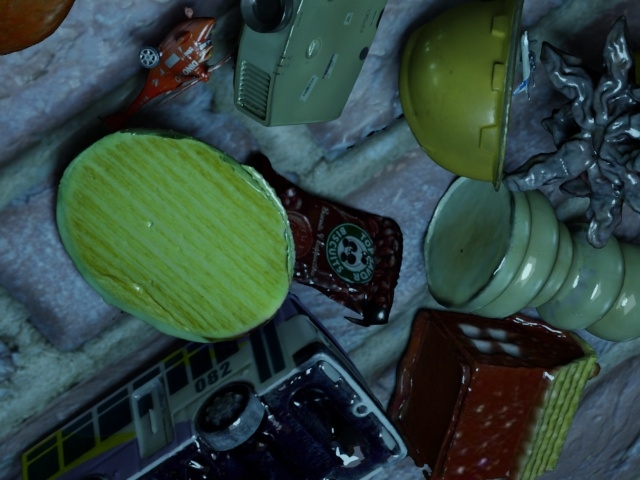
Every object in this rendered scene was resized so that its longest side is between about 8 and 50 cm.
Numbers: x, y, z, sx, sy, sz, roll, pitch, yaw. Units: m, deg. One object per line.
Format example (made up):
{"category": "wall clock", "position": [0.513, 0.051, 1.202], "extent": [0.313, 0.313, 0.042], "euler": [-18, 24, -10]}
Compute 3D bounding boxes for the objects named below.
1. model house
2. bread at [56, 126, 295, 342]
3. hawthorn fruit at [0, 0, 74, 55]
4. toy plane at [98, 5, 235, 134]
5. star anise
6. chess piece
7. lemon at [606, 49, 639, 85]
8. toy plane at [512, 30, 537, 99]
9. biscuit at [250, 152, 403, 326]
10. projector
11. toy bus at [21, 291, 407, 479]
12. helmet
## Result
{"category": "model house", "position": [0.242, 0.211, 2.073], "extent": [0.254, 0.160, 0.196], "euler": [5, 114, -22]}
{"category": "bread", "position": [-0.165, -0.010, 1.805], "extent": [0.301, 0.045, 0.301], "euler": [11, 129, 15]}
{"category": "hawthorn fruit", "position": [-0.341, -0.286, 1.596], "extent": [0.224, 0.224, 0.261], "euler": [0, 138, -18]}
{"category": "toy plane", "position": [-0.178, -0.184, 1.781], "extent": [0.077, 0.126, 0.194], "euler": [49, 135, -1]}
{"category": "star anise", "position": [0.337, -0.119, 1.829], "extent": [0.129, 0.212, 0.283], "euler": [-14, 119, -56]}
{"category": "chess piece", "position": [0.309, 0.040, 2.006], "extent": [0.330, 0.182, 0.182], "euler": [19, 110, -31]}
{"category": "lemon", "position": [0.436, -0.149, 1.942], "extent": [0.207, 0.170, 0.170], "euler": [21, 109, -26]}
{"category": "toy plane", "position": [0.249, -0.213, 1.895], "extent": [0.024, 0.078, 0.084], "euler": [2, 118, -8]}
{"category": "biscuit", "position": [-0.002, 0.005, 1.907], "extent": [0.235, 0.063, 0.151], "euler": [23, 67, -24]}
{"category": "projector", "position": [-0.011, -0.261, 1.738], "extent": [0.193, 0.088, 0.270], "euler": [-11, 127, -55]}
{"category": "toy bus", "position": [-0.137, 0.260, 1.921], "extent": [0.440, 0.249, 0.209], "euler": [-34, 120, 9]}
{"category": "helmet", "position": [0.162, -0.189, 1.834], "extent": [0.140, 0.205, 0.257], "euler": [5, 88, 6]}
